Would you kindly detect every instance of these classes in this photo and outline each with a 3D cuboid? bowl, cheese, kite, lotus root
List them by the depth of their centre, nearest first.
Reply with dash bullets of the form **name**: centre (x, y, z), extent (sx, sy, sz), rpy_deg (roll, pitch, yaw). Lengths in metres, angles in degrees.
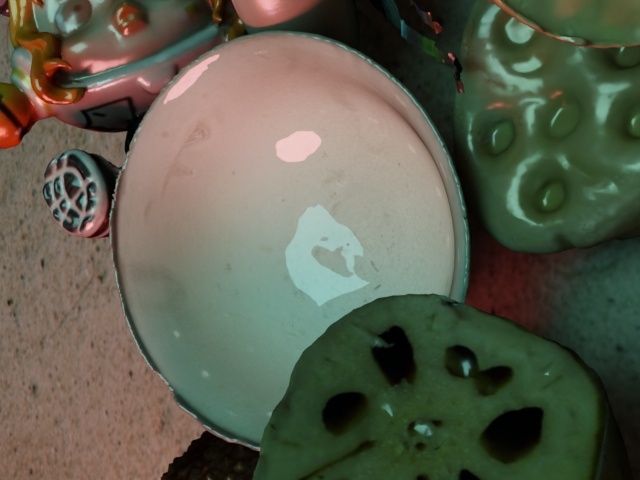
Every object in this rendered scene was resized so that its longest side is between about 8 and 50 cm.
- **lotus root**: centre (0.081, 0.229, 0.855), extent (0.250, 0.250, 0.346), rpy_deg (39, 145, 39)
- **cheese**: centre (0.195, -0.095, 0.913), extent (0.218, 0.117, 0.235), rpy_deg (37, 111, 37)
- **kite**: centre (0.035, -0.211, 0.978), extent (0.015, 0.169, 0.310), rpy_deg (-29, 26, 0)
- **bowl**: centre (0.000, 0.000, 1.033), extent (0.313, 0.146, 0.314), rpy_deg (1, 93, 30)

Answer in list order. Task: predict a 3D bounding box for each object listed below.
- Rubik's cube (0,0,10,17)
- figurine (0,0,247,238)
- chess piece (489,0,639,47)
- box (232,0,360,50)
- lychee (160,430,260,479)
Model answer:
- **Rubik's cube**: centre (-0.396, -0.462, 1.360), extent (0.344, 0.337, 0.344), rpy_deg (41, 111, 37)
- **figurine**: centre (-0.163, -0.169, 1.200), extent (0.320, 0.196, 0.323), rpy_deg (-22, 72, -8)
- **chess piece**: centre (0.110, -0.291, 0.868), extent (0.234, 0.234, 0.442), rpy_deg (-64, 26, 15)
- **box**: centre (-0.024, -0.206, 1.040), extent (0.088, 0.200, 0.146), rpy_deg (-15, 73, 8)
- **lychee**: centre (-0.048, 0.221, 1.058), extent (0.188, 0.188, 0.188), rpy_deg (-8, 79, 42)
